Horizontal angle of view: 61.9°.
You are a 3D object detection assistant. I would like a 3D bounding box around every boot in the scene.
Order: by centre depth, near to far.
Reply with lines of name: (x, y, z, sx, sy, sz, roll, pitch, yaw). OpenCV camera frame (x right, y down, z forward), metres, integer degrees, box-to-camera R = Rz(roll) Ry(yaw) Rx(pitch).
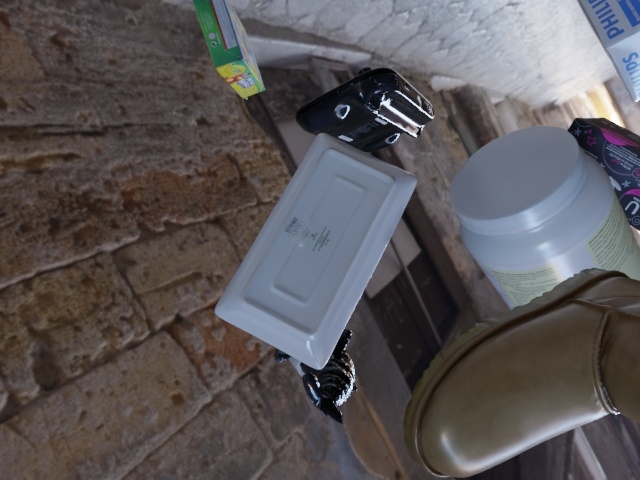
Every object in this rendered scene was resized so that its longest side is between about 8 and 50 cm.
boot: (0.199, 0.097, 0.291, 0.236, 0.089, 0.269, -35, -164, -14)

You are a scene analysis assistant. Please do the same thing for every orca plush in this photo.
orca plush: (0.006, 0.181, 0.862, 0.102, 0.151, 0.287, -64, 172, 1)

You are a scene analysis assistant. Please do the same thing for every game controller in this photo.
game controller: (0.085, -0.208, 0.894, 0.167, 0.067, 0.319, -13, 176, 24)

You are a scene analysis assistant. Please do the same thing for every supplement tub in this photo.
supplement tub: (0.377, -0.001, 0.880, 0.236, 0.325, 0.235, -29, -147, 21)

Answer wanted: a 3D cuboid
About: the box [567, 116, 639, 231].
box: (0.656, -0.151, 1.167, 0.163, 0.247, 0.142, -11, 135, -41)

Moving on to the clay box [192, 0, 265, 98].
clay box: (-0.151, -0.332, 0.928, 0.053, 0.127, 0.222, -18, -179, 6)

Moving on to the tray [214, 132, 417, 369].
tray: (0.000, 0.000, 0.637, 0.270, 0.145, 0.030, -61, 172, -16)

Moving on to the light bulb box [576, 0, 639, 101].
light bulb box: (0.748, -0.558, 1.119, 0.361, 0.357, 0.225, -27, 143, 31)
